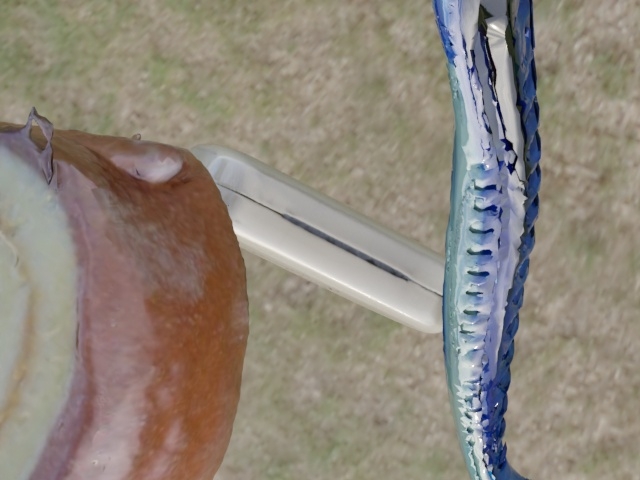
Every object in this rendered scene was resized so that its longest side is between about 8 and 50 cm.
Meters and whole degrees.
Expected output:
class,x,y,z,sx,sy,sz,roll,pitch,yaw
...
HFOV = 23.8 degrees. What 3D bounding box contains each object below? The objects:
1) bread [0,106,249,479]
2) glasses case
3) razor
class,x,y,z,sx,sy,sz,roll,pitch,yaw
bread,-0.137,0.050,0.762,0.190,0.123,0.244,31,110,29
glasses case,0.000,0.000,0.933,0.196,0.083,0.050,26,87,-23
razor,0.060,0.021,0.461,0.056,0.093,0.324,-1,131,18
